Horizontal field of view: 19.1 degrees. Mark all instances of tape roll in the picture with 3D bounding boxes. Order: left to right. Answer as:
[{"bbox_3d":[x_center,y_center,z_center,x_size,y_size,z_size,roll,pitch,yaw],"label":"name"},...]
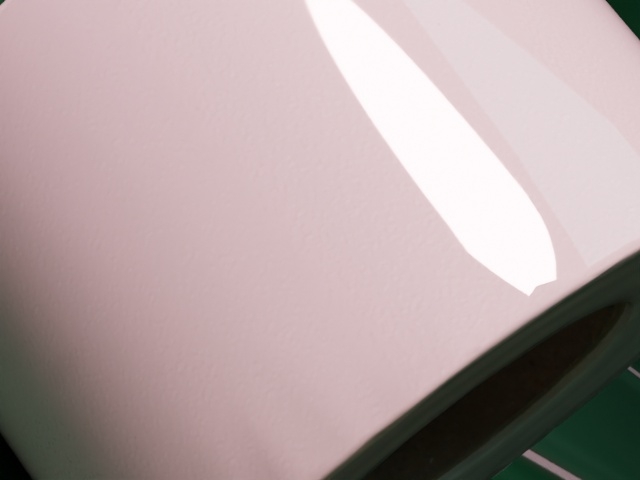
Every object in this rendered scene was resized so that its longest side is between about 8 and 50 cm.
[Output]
[{"bbox_3d":[0.000,0.000,0.629,0.169,0.246,0.246,52,12,14],"label":"tape roll"}]
